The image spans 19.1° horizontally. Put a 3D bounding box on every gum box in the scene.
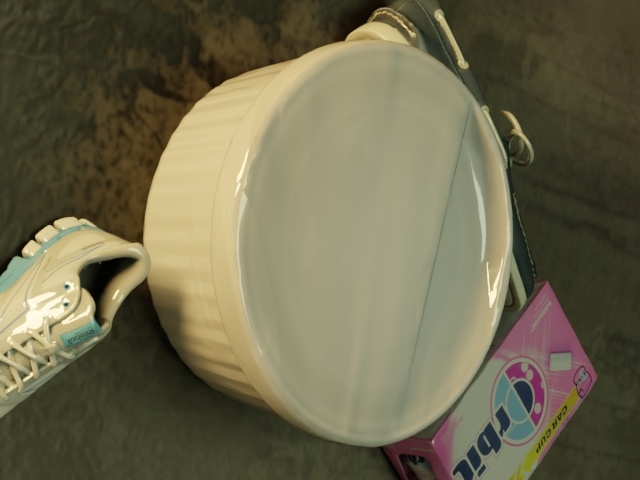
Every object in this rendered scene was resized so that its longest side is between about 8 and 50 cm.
[{"bbox_3d":[0.128,0.130,1.475,0.188,0.062,0.107,-50,125,-31],"label":"gum box"}]

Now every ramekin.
[{"bbox_3d":[0.000,0.000,1.293,0.273,0.127,0.273,-3,95,-44],"label":"ramekin"}]

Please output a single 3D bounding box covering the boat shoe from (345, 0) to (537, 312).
[{"bbox_3d":[0.104,-0.065,1.420,0.079,0.095,0.254,-39,108,-29],"label":"boat shoe"}]

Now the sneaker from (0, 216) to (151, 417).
[{"bbox_3d":[-0.175,0.057,1.154,0.191,0.083,0.071,-51,127,-28],"label":"sneaker"}]
